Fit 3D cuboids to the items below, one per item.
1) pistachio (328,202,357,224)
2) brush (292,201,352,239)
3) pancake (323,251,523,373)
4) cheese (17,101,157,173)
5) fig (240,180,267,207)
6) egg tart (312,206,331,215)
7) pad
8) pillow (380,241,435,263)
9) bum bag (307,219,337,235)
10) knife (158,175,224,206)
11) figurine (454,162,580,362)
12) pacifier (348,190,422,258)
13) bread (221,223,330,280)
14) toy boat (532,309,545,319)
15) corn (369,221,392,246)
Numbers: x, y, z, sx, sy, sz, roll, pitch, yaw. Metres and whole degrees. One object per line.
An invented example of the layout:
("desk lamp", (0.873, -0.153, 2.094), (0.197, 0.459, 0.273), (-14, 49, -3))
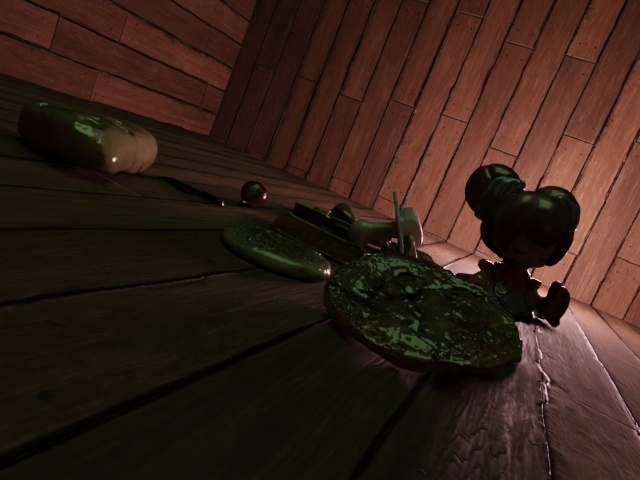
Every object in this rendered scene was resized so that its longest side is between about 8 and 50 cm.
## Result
("pistachio", (0.085, -0.080, 1.926), (0.113, 0.113, 0.149), (15, 29, -36))
("brush", (0.029, -0.060, 1.822), (0.282, 0.054, 0.048), (23, 29, 9))
("pancake", (0.184, 0.130, 0.930), (0.386, 0.082, 0.387), (10, 21, -4))
("cheese", (-0.538, -0.238, 1.281), (0.350, 0.130, 0.328), (11, 13, -43))
("fig", (-0.222, -0.134, 1.628), (0.088, 0.089, 0.125), (22, 36, 1))
("egg tart", (0.001, -0.107, 2.022), (0.128, 0.050, 0.129), (20, 8, -3))
("pad", (0.000, 0.000, 1.482), (0.283, 0.018, 0.286), (26, 12, -1))
("pillow", (0.316, 0.055, 1.825), (0.212, 0.052, 0.208), (18, 11, -1))
("bum bag", (-0.027, -0.046, 1.690), (0.159, 0.026, 0.109), (12, 15, -47))
("knife", (-0.383, -0.148, 1.491), (0.245, 0.019, 0.072), (25, 14, 30))
("figurine", (0.427, 0.046, 1.132), (0.276, 0.389, 0.248), (18, 9, -12))
("pacifier", (0.206, -0.019, 1.633), (0.232, 0.244, 0.299), (-1, 22, 7))
("bread", (-0.093, 0.022, 1.135), (0.266, 0.041, 0.267), (22, 9, -4))
("toy boat", (0.704, 0.242, 1.746), (0.220, 0.067, 0.291), (26, 22, 25))
("corn", (0.189, -0.024, 1.851), (0.080, 0.080, 0.238), (19, 2, -18))
